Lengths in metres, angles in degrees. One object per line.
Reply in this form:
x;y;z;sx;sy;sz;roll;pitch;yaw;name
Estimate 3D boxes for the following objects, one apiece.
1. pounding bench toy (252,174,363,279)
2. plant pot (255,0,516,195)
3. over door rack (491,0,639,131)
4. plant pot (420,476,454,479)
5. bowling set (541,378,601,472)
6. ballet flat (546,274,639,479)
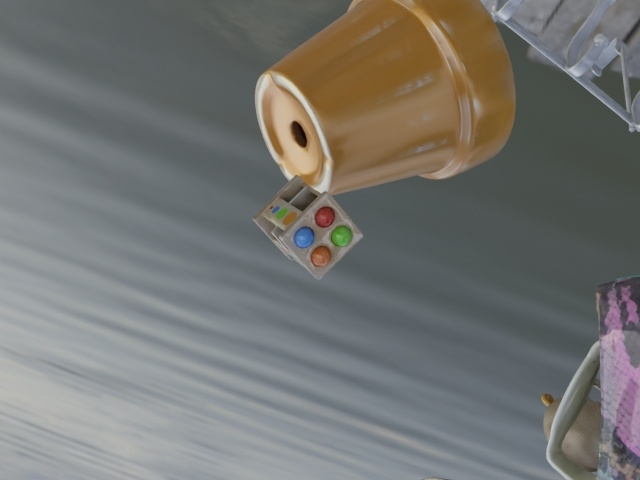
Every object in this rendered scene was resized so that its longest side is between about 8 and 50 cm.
0.000;0.000;0.813;0.083;0.052;0.065;49;172;-31;pounding bench toy
0.048;-0.135;0.972;0.205;0.188;0.205;46;151;35;plant pot
0.321;-0.279;1.268;0.240;0.324;0.108;37;112;-11;over door rack
0.199;0.290;0.664;0.274;0.256;0.256;6;160;-18;plant pot
0.257;0.145;0.534;0.154;0.287;0.199;-5;139;-39;bowling set
0.143;0.123;0.478;0.079;0.221;0.077;11;-171;37;ballet flat
